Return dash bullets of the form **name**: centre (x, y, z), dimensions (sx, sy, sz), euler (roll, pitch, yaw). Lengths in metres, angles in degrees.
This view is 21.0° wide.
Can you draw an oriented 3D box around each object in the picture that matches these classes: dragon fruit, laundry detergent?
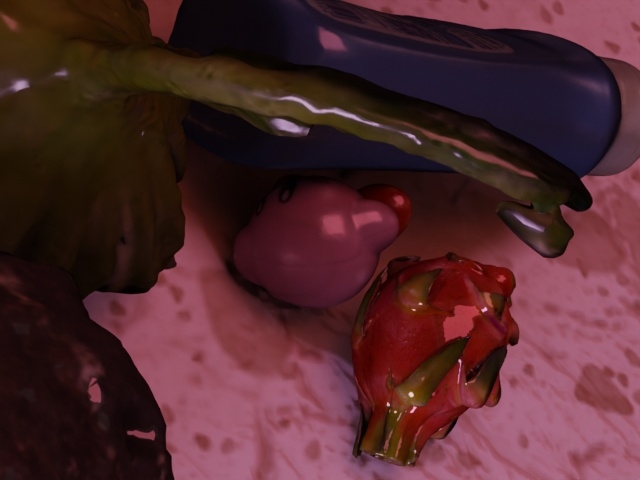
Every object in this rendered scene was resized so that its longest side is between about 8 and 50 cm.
- **dragon fruit**: centre (0.053, 0.060, 0.858), dimensions (0.081, 0.086, 0.116), euler (21, 84, 8)
- **laundry detergent**: centre (0.066, -0.076, 0.935), dimensions (0.290, 0.143, 0.094), euler (6, 99, -36)

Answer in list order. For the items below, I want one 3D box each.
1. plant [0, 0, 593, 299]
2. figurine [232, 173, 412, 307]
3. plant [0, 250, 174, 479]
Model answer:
- **plant**: centre (-0.081, -0.086, 0.679), dimensions (0.251, 0.333, 0.180), euler (31, 59, -31)
- **figurine**: centre (0.000, 0.000, 0.864), dimensions (0.071, 0.083, 0.067), euler (-36, 112, -59)
- **plant**: centre (-0.203, 0.104, 0.553), dimensions (0.320, 0.194, 0.181), euler (-21, 69, -46)
